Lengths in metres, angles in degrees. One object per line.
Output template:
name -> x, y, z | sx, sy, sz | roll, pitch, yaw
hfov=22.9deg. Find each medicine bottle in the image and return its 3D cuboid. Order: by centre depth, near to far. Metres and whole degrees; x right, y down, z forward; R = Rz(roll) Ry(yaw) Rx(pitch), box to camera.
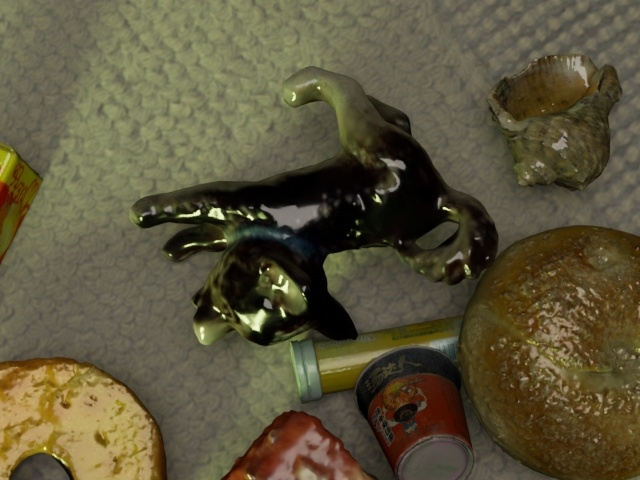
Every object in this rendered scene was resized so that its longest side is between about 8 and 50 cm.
medicine bottle -> 0.078, 0.132, 1.796 | 0.218, 0.074, 0.073 | -10, 81, -3

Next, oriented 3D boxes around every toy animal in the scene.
toy animal -> 0.000, 0.000, 1.722 | 0.344, 0.194, 0.302 | -40, 62, -1

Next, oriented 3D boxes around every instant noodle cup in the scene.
instant noodle cup -> 0.109, 0.203, 1.727 | 0.127, 0.135, 0.127 | -6, 125, -8

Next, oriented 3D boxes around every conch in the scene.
conch -> 0.271, -0.143, 1.807 | 0.155, 0.130, 0.207 | 39, 69, -7

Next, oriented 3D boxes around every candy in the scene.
candy -> -0.422, 0.018, 1.779 | 0.088, 0.146, 0.276 | 24, 83, 5

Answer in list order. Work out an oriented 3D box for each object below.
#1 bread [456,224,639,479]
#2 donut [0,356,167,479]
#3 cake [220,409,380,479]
bread -> 0.303, 0.126, 1.726 | 0.306, 0.159, 0.305 | 1, 88, -16
donut -> -0.305, 0.283, 1.756 | 0.303, 0.110, 0.302 | 0, 79, -1
cake -> 0.006, 0.368, 1.661 | 0.319, 0.270, 0.269 | 37, 83, 4
